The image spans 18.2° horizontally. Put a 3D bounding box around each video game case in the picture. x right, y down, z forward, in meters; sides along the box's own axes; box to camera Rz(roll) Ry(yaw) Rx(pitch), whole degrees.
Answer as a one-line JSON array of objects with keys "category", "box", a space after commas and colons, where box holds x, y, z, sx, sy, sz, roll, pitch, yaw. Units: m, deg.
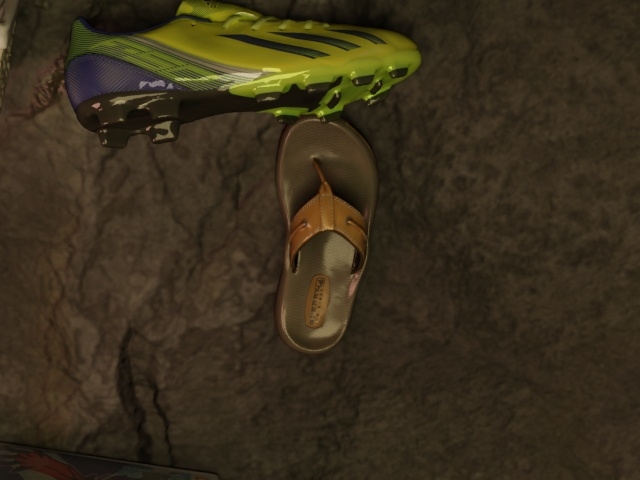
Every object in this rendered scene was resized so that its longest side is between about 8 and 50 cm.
[{"category": "video game case", "box": [-0.183, 0.234, 1.681, 0.201, 0.183, 0.023, 9, 111, -7]}]

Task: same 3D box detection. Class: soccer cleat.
[{"category": "soccer cleat", "box": [-0.061, -0.152, 1.595, 0.289, 0.093, 0.121, -8, 71, -12]}]

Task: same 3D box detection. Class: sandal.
[{"category": "sandal", "box": [0.000, 0.000, 1.670, 0.090, 0.060, 0.219, 6, 109, -7]}]

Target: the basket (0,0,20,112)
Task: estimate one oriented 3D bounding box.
[{"category": "basket", "box": [-0.293, -0.154, 1.538, 0.113, 0.167, 0.103, 8, 115, -7]}]
